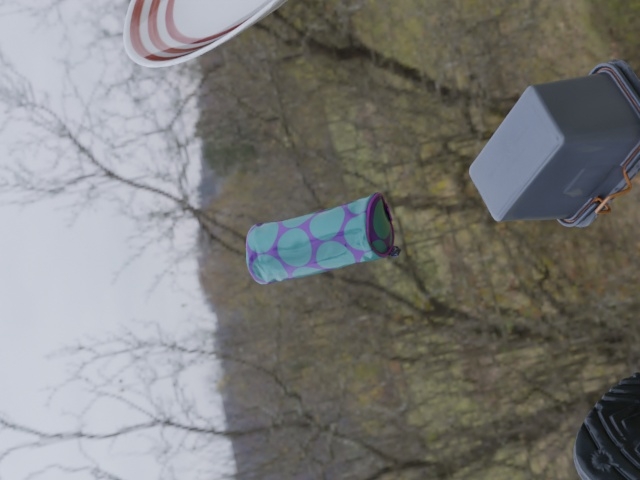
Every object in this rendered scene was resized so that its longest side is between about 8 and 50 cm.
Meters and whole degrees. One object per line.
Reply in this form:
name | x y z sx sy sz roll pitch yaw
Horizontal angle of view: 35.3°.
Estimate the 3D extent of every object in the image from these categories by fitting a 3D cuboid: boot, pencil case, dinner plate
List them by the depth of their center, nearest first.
dinner plate | -0.020 -0.117 0.375 0.017 0.141 0.141 40 -161 -32
boot | 0.315 0.177 0.869 0.094 0.246 0.207 43 157 34
pencil case | 0.000 0.000 0.986 0.070 0.151 0.065 -36 -71 -57

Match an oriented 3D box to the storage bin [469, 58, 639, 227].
storage bin | 0.184 -0.064 0.779 0.098 0.091 0.135 66 148 26
